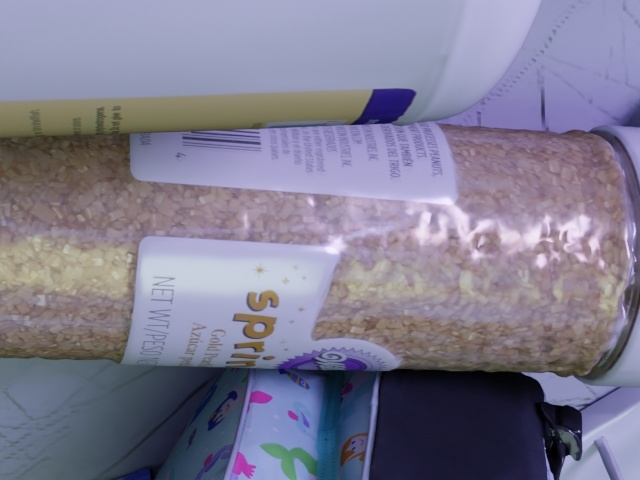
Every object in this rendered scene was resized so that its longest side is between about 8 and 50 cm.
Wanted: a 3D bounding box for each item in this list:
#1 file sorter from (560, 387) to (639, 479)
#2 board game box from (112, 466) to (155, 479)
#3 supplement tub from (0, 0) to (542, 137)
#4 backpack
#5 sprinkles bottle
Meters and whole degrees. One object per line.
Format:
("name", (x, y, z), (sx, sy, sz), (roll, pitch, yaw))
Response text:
("file sorter", (0.214, 0.202, 0.805), (0.278, 0.173, 0.193), (-34, 125, 13))
("board game box", (-0.119, 0.176, 0.814), (0.090, 0.020, 0.090), (-20, 126, 4))
("supplement tub", (-0.111, -0.150, 0.441), (0.331, 0.241, 0.241), (-2, 126, -9))
("backpack", (-0.005, 0.180, 0.709), (0.191, 0.225, 0.253), (21, 116, -4))
("sprinkles bottle", (0.000, 0.000, 0.648), (0.355, 0.121, 0.121), (3, 125, -13))
